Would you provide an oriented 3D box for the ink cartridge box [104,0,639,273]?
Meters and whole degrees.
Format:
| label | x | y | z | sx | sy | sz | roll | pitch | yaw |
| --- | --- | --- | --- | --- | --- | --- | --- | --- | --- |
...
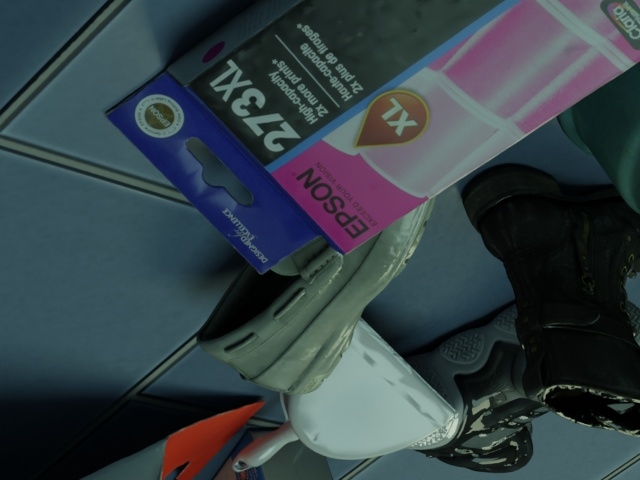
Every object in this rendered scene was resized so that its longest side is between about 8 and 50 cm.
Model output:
| label | x | y | z | sx | sy | sz | roll | pitch | yaw |
| --- | --- | --- | --- | --- | --- | --- | --- | --- | --- |
| ink cartridge box | 0.041 | -0.113 | 1.362 | 0.371 | 0.069 | 0.176 | -33 | 115 | 24 |

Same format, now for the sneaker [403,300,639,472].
| label | x | y | z | sx | sy | sz | roll | pitch | yaw |
| --- | --- | --- | --- | --- | --- | --- | --- | --- | --- |
| sneaker | 0.191 | 0.135 | 1.853 | 0.268 | 0.101 | 0.153 | -22 | 149 | 16 |

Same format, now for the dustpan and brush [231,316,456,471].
| label | x | y | z | sx | sy | sz | roll | pitch | yaw |
| --- | --- | --- | --- | --- | --- | --- | --- | --- | --- |
| dustpan and brush | -0.002 | 0.158 | 1.793 | 0.211 | 0.060 | 0.147 | -39 | 110 | 17 |

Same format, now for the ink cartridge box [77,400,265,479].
| label | x | y | z | sx | sy | sz | roll | pitch | yaw |
| --- | --- | --- | --- | --- | --- | --- | --- | --- | --- |
| ink cartridge box | -0.226 | 0.306 | 1.769 | 0.385 | 0.091 | 0.308 | -20 | 158 | -47 |

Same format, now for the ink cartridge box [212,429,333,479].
| label | x | y | z | sx | sy | sz | roll | pitch | yaw |
| --- | --- | --- | --- | --- | --- | --- | --- | --- | --- |
| ink cartridge box | -0.063 | 0.298 | 1.929 | 0.078 | 0.134 | 0.231 | 1 | 144 | -29 |

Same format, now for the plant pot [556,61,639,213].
| label | x | y | z | sx | sy | sz | roll | pitch | yaw |
| --- | --- | --- | --- | --- | --- | --- | --- | --- | --- |
| plant pot | 0.390 | -0.033 | 1.447 | 0.341 | 0.334 | 0.341 | -17 | 152 | -10 |

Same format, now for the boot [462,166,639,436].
| label | x | y | z | sx | sy | sz | roll | pitch | yaw |
| --- | --- | --- | --- | --- | --- | --- | --- | --- | --- |
| boot | 0.231 | 0.063 | 1.635 | 0.263 | 0.229 | 0.091 | 10 | 138 | -37 |

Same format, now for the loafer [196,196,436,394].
| label | x | y | z | sx | sy | sz | roll | pitch | yaw |
| --- | --- | --- | --- | --- | --- | --- | --- | --- | --- |
| loafer | 0.000 | 0.000 | 1.533 | 0.111 | 0.112 | 0.319 | 17 | 129 | -16 |
